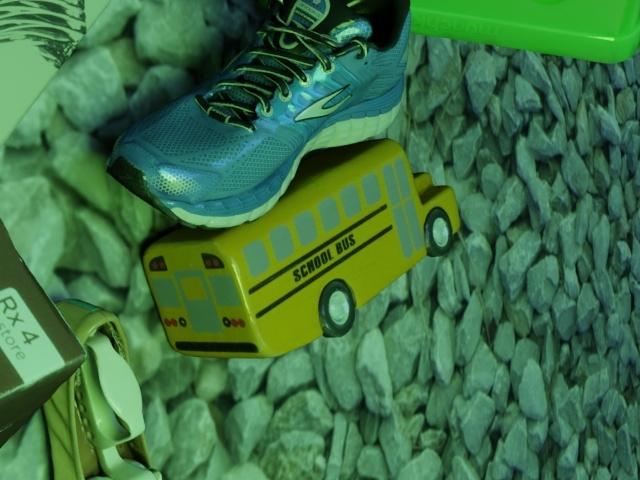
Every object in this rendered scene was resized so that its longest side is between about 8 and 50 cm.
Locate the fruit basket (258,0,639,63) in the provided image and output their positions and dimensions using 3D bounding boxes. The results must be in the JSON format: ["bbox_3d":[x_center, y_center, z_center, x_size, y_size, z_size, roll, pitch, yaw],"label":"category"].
[{"bbox_3d":[0.134,-0.313,0.978,0.392,0.392,0.282,28,66,-47],"label":"fruit basket"}]

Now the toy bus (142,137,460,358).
[{"bbox_3d":[0.000,0.000,0.909,0.333,0.108,0.130,-33,111,-47],"label":"toy bus"}]

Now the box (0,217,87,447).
[{"bbox_3d":[-0.254,0.062,0.464,0.168,0.203,0.167,53,40,8],"label":"box"}]

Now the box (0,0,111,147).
[{"bbox_3d":[-0.233,-0.130,0.632,0.113,0.094,0.275,53,49,-39],"label":"box"}]

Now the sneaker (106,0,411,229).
[{"bbox_3d":[-0.039,-0.129,0.799,0.330,0.130,0.147,-38,154,-41],"label":"sneaker"}]

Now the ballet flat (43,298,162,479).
[{"bbox_3d":[-0.155,0.156,0.727,0.080,0.073,0.232,-27,109,-49],"label":"ballet flat"}]
